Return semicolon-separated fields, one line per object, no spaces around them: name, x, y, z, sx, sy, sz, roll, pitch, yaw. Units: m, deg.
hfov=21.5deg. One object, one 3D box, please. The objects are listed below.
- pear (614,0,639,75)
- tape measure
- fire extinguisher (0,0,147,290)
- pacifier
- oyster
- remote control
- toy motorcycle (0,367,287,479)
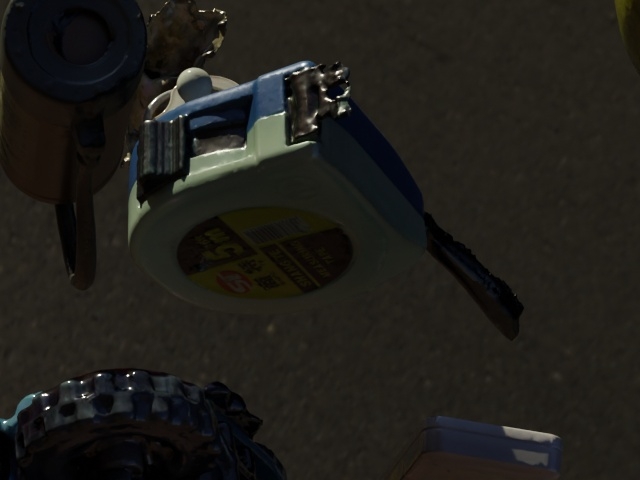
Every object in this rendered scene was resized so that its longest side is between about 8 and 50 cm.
pear;0.382;-0.202;1.426;0.307;0.253;0.253;55;33;-29
tape measure;0.000;0.000;1.279;0.351;0.215;0.098;46;35;-49
fire extinguisher;-0.224;-0.079;1.432;0.113;0.376;0.200;12;75;-8
pacifier;-0.104;-0.108;1.353;0.081;0.078;0.099;20;56;15
oyster;-0.170;-0.180;1.848;0.106;0.200;0.061;50;21;12
remote control;0.097;0.187;1.247;0.103;0.250;0.034;10;64;-6
toy motorcycle;-0.129;0.213;1.166;0.232;0.416;0.172;-16;58;10
